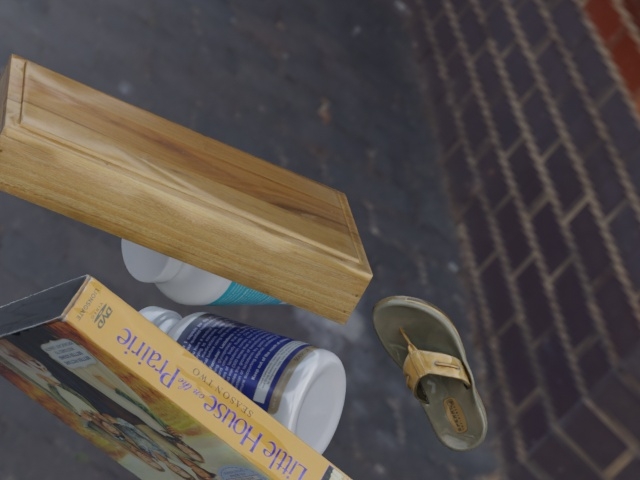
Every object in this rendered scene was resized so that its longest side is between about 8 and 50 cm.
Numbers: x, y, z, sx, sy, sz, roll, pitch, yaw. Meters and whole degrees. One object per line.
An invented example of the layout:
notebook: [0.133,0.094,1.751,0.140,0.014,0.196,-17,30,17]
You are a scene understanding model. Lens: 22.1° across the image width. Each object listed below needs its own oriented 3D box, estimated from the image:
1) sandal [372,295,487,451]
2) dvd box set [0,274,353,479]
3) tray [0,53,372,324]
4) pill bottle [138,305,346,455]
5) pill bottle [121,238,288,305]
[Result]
sandal: [0.108,0.131,1.559,0.180,0.072,0.049,64,20,-17]
dvd box set: [-0.166,0.204,1.806,0.420,0.308,0.062,40,64,-19]
tray: [-0.152,-0.057,1.743,0.411,0.076,0.203,23,22,-19]
pill bottle: [-0.115,0.175,2.026,0.265,0.153,0.153,16,12,25]
pill bottle: [-0.108,0.006,1.970,0.264,0.146,0.146,2,44,-46]
